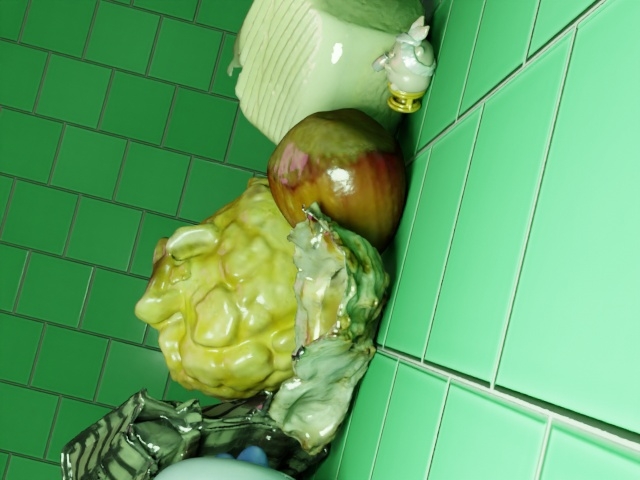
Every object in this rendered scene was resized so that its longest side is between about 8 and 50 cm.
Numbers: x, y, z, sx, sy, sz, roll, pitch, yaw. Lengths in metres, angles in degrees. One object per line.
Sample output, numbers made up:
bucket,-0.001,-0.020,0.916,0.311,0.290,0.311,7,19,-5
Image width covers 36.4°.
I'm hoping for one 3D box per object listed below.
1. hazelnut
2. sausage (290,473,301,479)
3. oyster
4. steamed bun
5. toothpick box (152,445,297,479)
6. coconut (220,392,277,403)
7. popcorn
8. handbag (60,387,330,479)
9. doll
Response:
hazelnut,0.020,-0.072,1.278,0.210,0.186,0.210,-48,31,42
sausage,-0.088,0.439,1.669,0.098,0.098,0.238,-93,16,-78
oyster,0.001,0.127,1.188,0.198,0.133,0.337,-87,9,-62
steamed bun,0.046,-0.263,1.459,0.273,0.272,0.290,56,145,35
toothpick box,-0.124,0.405,1.112,0.263,0.262,0.355,111,174,-62
coconut,-0.115,0.252,1.929,0.241,0.241,0.241,-166,90,-87
popcorn,-0.114,0.097,1.681,0.390,0.354,0.344,-33,-28,-20
handbag,-0.181,0.309,1.436,0.327,0.325,0.163,-43,56,50
doll,0.110,-0.236,1.289,0.073,0.084,0.127,-82,0,-53
